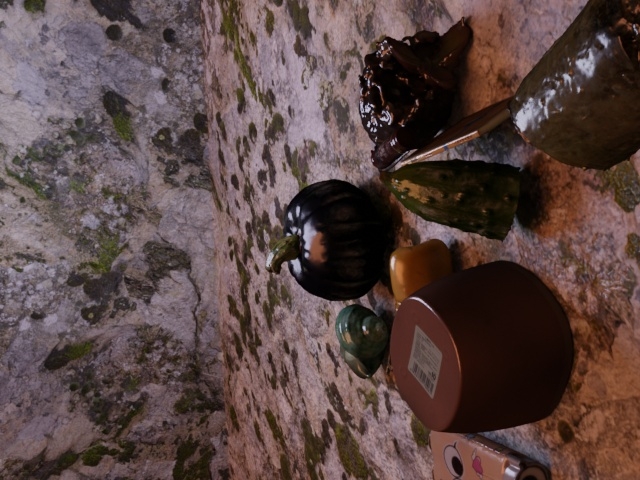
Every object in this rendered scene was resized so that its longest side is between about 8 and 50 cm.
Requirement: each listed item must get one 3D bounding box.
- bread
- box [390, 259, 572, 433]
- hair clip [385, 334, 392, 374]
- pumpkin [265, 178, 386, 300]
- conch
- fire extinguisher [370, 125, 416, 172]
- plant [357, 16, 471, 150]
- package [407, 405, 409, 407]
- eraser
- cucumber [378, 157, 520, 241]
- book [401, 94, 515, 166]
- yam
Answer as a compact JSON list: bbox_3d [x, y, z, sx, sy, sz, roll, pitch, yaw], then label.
[{"bbox_3d":[0.219,0.150,1.558,0.091,0.142,0.305,17,118,61],"label":"bread"},{"bbox_3d":[0.270,0.201,1.380,0.301,0.216,0.301,169,90,-67],"label":"box"},{"bbox_3d":[0.179,0.272,1.833,0.039,0.030,0.115,21,122,41],"label":"hair clip"},{"bbox_3d":[0.000,0.000,1.823,0.296,0.296,0.296,36,131,57],"label":"pumpkin"},{"bbox_3d":[0.102,0.238,1.849,0.188,0.122,0.176,82,173,-74],"label":"conch"},{"bbox_3d":[0.129,-0.165,1.431,0.158,0.043,0.064,142,119,-69],"label":"fire extinguisher"},{"bbox_3d":[0.170,-0.284,1.454,0.234,0.204,0.178,117,134,-62],"label":"plant"},{"bbox_3d":[0.219,0.352,1.772,0.083,0.029,0.059,-30,64,54],"label":"package"},{"bbox_3d":[0.324,0.462,1.509,0.290,0.087,0.171,-174,74,-66],"label":"eraser"},{"bbox_3d":[0.220,-0.084,1.325,0.134,0.244,0.134,13,-90,-88],"label":"cucumber"},{"bbox_3d":[0.257,-0.194,1.319,0.018,0.170,0.241,58,156,-7],"label":"book"},{"bbox_3d":[0.393,-0.222,0.968,0.300,0.195,0.195,125,130,-60],"label":"yam"}]
